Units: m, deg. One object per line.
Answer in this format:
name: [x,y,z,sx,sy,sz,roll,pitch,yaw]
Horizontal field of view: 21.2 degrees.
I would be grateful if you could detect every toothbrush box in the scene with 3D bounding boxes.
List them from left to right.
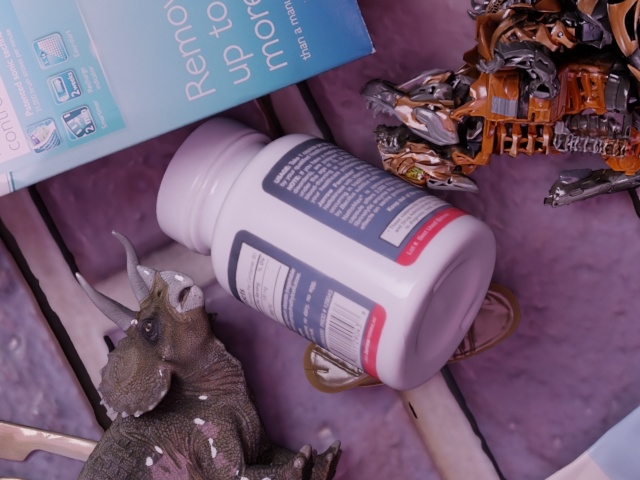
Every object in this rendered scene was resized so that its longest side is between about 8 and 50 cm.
toothbrush box: [-0.150,-0.150,0.953,0.295,0.126,0.216,-21,97,-7]

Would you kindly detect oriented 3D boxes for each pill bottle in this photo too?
pill bottle: [0.000,0.000,0.988,0.180,0.108,0.108,29,101,23]

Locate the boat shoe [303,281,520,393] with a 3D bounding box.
boat shoe: [0.057,0.057,1.041,0.135,0.045,0.050,-16,83,12]

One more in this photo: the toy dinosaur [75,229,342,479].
toy dinosaur: [-0.089,0.161,1.051,0.160,0.121,0.313,21,105,13]

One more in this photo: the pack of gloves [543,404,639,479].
pack of gloves: [0.246,0.176,1.047,0.195,0.046,0.232,46,114,-3]

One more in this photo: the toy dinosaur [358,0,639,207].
toy dinosaur: [0.176,-0.138,0.976,0.322,0.164,0.218,-25,111,-10]

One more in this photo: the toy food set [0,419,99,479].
toy food set: [-0.204,0.212,1.090,0.132,0.038,0.192,9,99,3]
